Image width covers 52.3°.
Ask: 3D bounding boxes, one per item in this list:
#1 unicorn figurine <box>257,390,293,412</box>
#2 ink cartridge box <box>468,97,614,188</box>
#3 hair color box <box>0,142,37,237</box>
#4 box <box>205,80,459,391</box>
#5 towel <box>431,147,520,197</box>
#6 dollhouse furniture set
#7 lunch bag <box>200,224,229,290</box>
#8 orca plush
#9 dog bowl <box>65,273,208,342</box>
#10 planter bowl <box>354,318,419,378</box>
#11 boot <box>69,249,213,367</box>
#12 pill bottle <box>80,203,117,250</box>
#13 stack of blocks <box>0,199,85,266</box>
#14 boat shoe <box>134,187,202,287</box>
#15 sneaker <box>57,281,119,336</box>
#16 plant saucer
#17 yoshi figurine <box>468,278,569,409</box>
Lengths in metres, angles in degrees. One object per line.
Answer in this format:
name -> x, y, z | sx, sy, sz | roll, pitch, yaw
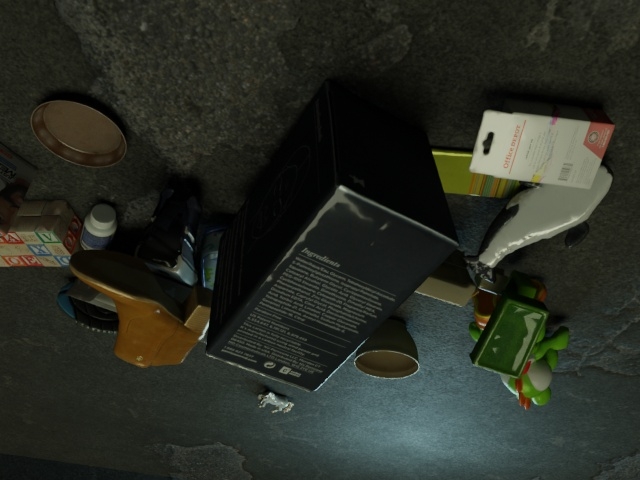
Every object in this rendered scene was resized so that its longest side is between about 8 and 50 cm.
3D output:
unicorn figurine -> -0.160, 0.523, 2.124 | 0.162, 0.060, 0.111 | 9, 148, -32
ink cartridge box -> 0.340, -0.156, 1.032 | 0.198, 0.067, 0.115 | 8, 123, -1
hair color box -> -0.615, -0.093, 1.232 | 0.053, 0.167, 0.093 | -17, 138, 31
box -> 0.000, 0.000, 1.067 | 0.212, 0.293, 0.395 | 24, 126, -21
towel -> 0.242, -0.126, 1.164 | 0.238, 0.021, 0.102 | 5, 139, 4
dollhouse furniture set -> 0.261, 0.119, 1.284 | 0.302, 0.197, 0.151 | 18, 110, -4
lunch bag -> -0.142, 0.041, 1.377 | 0.219, 0.090, 0.176 | -1, 144, -7
orca plush -> 0.395, -0.038, 1.176 | 0.151, 0.102, 0.287 | 36, 111, 7
dog bowl -> -0.384, 0.136, 1.471 | 0.349, 0.102, 0.349 | 19, 169, 4
planter bowl -> 0.170, 0.267, 1.649 | 0.162, 0.109, 0.162 | 5, 145, 4
boot -> -0.351, 0.144, 1.210 | 0.295, 0.104, 0.211 | 22, 124, -27
pill bottle -> -0.470, -0.026, 1.387 | 0.067, 0.067, 0.120 | 19, 143, -16
stack of blocks -> -0.679, -0.026, 1.407 | 0.298, 0.087, 0.171 | 0, 144, 10
boat shoe -> -0.296, 0.000, 1.354 | 0.127, 0.158, 0.340 | 20, 168, -7
sneaker -> -0.509, 0.208, 1.679 | 0.341, 0.125, 0.140 | 22, 153, -14
plant saucer -> -0.430, -0.197, 1.173 | 0.169, 0.029, 0.168 | 5, 144, 3
yoshi figurine -> 0.476, 0.232, 1.539 | 0.203, 0.203, 0.362 | -34, 125, -11
